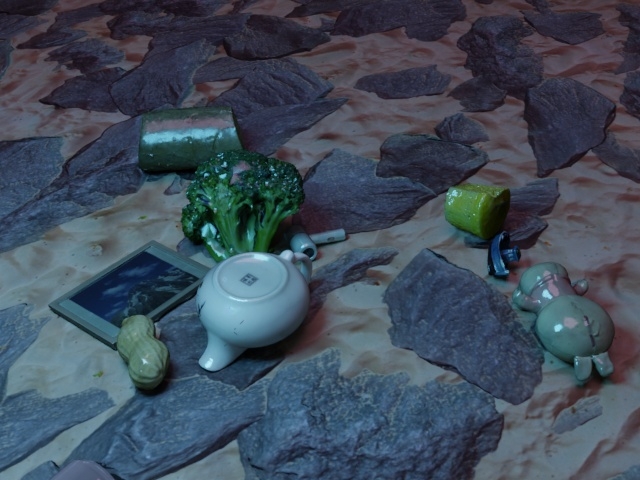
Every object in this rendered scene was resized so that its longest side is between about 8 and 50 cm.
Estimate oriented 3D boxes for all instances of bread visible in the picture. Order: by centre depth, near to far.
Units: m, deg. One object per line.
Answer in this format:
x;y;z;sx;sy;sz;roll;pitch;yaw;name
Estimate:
0.337;-0.067;1.904;0.114;0.111;0.129;22;19;38;bread

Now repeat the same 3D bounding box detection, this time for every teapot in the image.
-0.111;0.110;1.663;0.208;0.166;0.299;17;31;38;teapot

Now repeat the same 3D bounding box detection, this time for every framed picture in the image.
-0.373;0.101;1.790;0.209;0.019;0.281;22;42;32;framed picture

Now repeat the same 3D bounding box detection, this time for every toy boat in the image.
0.373;0.031;1.802;0.060;0.060;0.137;-12;26;25;toy boat

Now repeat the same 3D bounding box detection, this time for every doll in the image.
0.437;0.131;1.607;0.154;0.113;0.275;-7;34;-12;doll

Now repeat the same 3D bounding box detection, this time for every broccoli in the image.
-0.157;-0.068;1.863;0.294;0.245;0.265;-1;-7;43;broccoli

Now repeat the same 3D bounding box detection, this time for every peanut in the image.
-0.320;0.195;1.603;0.082;0.082;0.187;-17;36;-20;peanut

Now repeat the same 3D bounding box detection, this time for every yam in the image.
-0.314;-0.248;2.174;0.268;0.161;0.161;-5;35;-2;yam

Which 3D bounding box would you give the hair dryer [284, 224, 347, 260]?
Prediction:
0.000;0.000;1.894;0.137;0.047;0.082;-10;36;-22;hair dryer

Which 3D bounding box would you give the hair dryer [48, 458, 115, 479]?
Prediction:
-0.287;0.464;1.202;0.352;0.125;0.210;28;43;23;hair dryer
